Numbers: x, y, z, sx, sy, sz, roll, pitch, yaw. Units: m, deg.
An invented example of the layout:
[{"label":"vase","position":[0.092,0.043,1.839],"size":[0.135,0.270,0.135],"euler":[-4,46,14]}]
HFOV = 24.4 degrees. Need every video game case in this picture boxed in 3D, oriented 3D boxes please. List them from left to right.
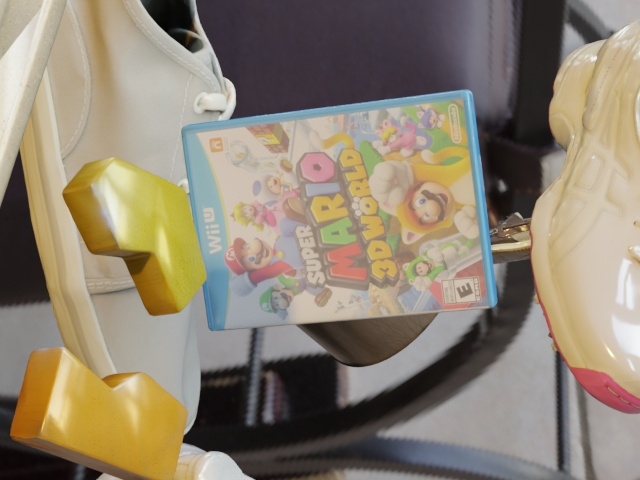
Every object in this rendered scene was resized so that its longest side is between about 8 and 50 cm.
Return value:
[{"label":"video game case","position":[0.009,-0.015,0.823],"size":[0.166,0.015,0.119],"euler":[-6,97,17]}]

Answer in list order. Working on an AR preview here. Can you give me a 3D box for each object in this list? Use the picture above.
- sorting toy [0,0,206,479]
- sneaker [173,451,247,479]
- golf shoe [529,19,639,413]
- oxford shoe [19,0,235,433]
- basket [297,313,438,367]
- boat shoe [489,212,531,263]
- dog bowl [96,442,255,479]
[{"label":"sorting toy","position":[-0.139,-0.039,0.453],"size":[0.041,0.307,0.229],"euler":[-8,62,43]},{"label":"sneaker","position":[-0.095,0.307,1.549],"size":[0.094,0.212,0.080],"euler":[-9,25,43]},{"label":"golf shoe","position":[0.218,-0.037,0.980],"size":[0.140,0.115,0.306],"euler":[-38,36,47]},{"label":"oxford shoe","position":[-0.118,-0.058,0.995],"size":[0.130,0.449,0.169],"euler":[-3,24,8]},{"label":"basket","position":[0.000,0.000,1.433],"size":[0.204,0.227,0.154],"euler":[-51,41,13]},{"label":"boat shoe","position":[0.221,-0.006,1.645],"size":[0.152,0.056,0.049],"euler":[-8,74,12]},{"label":"dog bowl","position":[-0.156,0.408,1.670],"size":[0.102,0.349,0.349],"euler":[5,60,37]}]
